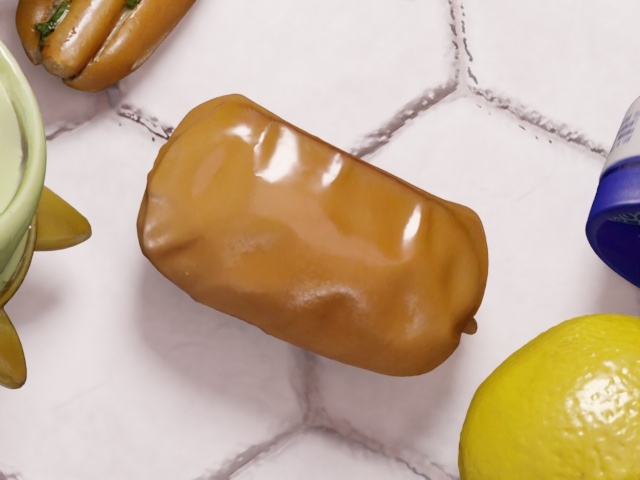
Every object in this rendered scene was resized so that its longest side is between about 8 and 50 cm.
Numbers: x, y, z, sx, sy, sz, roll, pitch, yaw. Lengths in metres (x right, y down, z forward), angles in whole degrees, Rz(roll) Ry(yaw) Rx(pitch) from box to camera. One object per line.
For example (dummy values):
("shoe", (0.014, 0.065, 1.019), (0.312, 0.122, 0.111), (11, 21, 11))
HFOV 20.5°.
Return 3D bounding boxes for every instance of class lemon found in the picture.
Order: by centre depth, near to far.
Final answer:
("lemon", (0.178, 0.141, 1.138), (0.203, 0.178, 0.178), (-39, 92, -18))

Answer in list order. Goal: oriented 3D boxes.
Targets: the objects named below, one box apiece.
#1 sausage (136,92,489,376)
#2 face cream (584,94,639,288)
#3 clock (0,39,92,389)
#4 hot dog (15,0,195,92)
("sausage", (0.000, 0.000, 1.145), (0.241, 0.120, 0.136), (22, 92, -10))
("face cream", (0.288, -0.023, 1.174), (0.206, 0.206, 0.111), (26, 73, -9))
("clock", (-0.293, -0.058, 1.023), (0.348, 0.117, 0.286), (31, 42, -14))
("hot dog", (-0.111, -0.208, 1.175), (0.100, 0.068, 0.249), (32, 75, -6))
